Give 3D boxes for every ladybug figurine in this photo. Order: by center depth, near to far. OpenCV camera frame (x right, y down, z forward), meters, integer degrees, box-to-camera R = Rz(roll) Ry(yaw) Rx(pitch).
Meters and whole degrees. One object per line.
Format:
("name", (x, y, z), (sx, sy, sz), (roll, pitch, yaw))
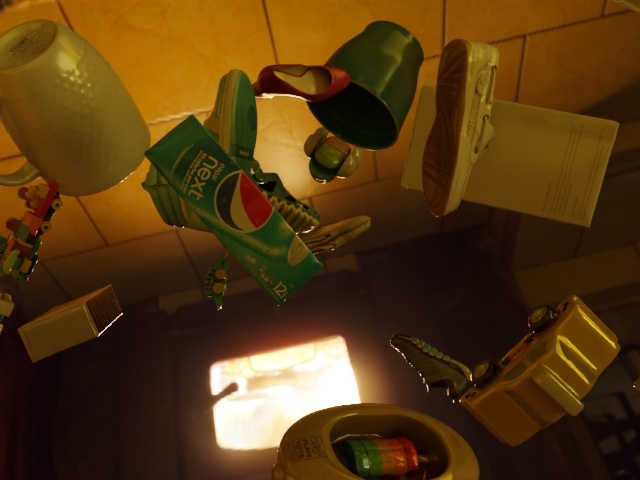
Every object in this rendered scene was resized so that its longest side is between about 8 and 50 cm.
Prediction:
("ladybug figurine", (0.109, 0.482, 1.391), (0.449, 0.305, 0.162), (6, 118, -19))

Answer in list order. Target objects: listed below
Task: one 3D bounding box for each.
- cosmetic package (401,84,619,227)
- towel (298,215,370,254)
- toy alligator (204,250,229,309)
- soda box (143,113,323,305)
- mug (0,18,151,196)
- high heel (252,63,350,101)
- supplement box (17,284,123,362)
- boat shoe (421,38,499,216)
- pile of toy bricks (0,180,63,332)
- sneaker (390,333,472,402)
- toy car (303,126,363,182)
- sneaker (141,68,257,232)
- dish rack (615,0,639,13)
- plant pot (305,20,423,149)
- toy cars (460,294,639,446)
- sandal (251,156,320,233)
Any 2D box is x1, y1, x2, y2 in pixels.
("cosmetic package", (0.377, -0.175, 1.377), (0.385, 0.156, 0.217), (16, 102, 15))
("towel", (0.000, 0.000, 1.598), (0.187, 0.049, 0.282), (-15, -175, 24))
("toy alligator", (-0.268, 0.085, 1.746), (0.051, 0.190, 0.056), (8, 163, -3))
("soda box", (-0.092, -0.032, 0.723), (0.067, 0.071, 0.210), (-42, 100, -5))
("mug", (-0.606, -0.274, 1.484), (0.374, 0.276, 0.328), (-43, 144, -18))
("high heel", (-0.024, -0.353, 1.451), (0.244, 0.082, 0.117), (-6, 177, -26))
("supplement box", (-0.484, 0.157, 1.327), (0.130, 0.073, 0.239), (-22, -173, -3))
("boat shoe", (0.229, -0.169, 1.053), (0.096, 0.098, 0.277), (-3, 115, -24))
("pile of toy bricks", (-0.416, 0.006, 0.848), (0.105, 0.118, 0.212), (27, 86, -27))
("sneaker", (0.261, 0.317, 1.687), (0.223, 0.098, 0.083), (25, 159, 24))
("toy car", (0.023, -0.231, 1.938), (0.159, 0.182, 0.136), (33, 118, 1))
("sneaker", (-0.236, -0.168, 1.272), (0.208, 0.319, 0.127), (4, 174, 17))
("dish rack", (0.694, -0.609, 1.525), (0.285, 0.333, 0.072), (28, 127, 3))
("plant pot", (0.136, -0.421, 1.760), (0.271, 0.255, 0.271), (26, 158, 12))
("toy cars", (0.359, 0.150, 0.760), (0.393, 0.087, 0.176), (-5, 101, 0))
("sandal", (-0.130, -0.127, 1.814), (0.317, 0.138, 0.126), (29, 145, -26))
